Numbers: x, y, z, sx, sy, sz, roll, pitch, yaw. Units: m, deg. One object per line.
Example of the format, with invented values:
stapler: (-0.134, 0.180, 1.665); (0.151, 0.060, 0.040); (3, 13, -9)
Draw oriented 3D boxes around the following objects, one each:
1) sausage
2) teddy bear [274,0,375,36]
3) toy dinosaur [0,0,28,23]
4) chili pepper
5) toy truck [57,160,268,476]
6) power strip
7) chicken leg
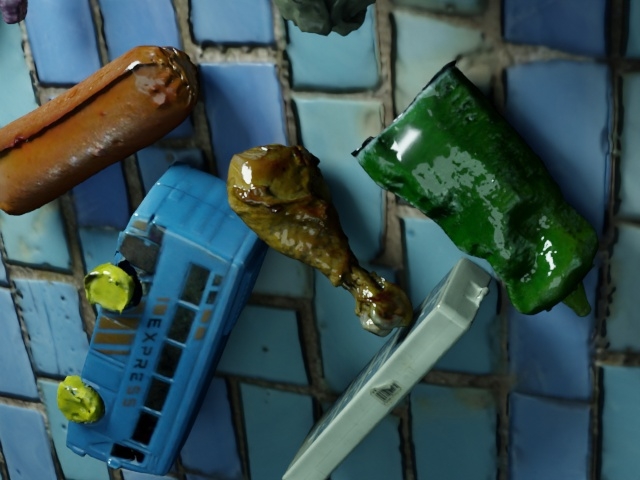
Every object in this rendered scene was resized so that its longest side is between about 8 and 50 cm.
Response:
sausage: (-0.262, -0.121, 1.123); (0.330, 0.102, 0.102); (-23, 105, 31)
teddy bear: (-0.052, -0.319, 0.760); (0.224, 0.367, 0.357); (-10, 107, 43)
toy dinosaur: (-0.306, -0.334, 0.976); (0.072, 0.199, 0.251); (9, 164, -12)
chili pepper: (0.168, -0.030, 0.974); (0.136, 0.099, 0.270); (-43, 87, 11)
toy truck: (-0.187, 0.106, 1.175); (0.162, 0.161, 0.385); (24, 123, 1)
power strip: (0.063, 0.162, 1.116); (0.043, 0.106, 0.367); (37, 125, 0)
chicken leg: (-0.001, 0.001, 1.051); (0.251, 0.107, 0.087); (49, 148, 4)
